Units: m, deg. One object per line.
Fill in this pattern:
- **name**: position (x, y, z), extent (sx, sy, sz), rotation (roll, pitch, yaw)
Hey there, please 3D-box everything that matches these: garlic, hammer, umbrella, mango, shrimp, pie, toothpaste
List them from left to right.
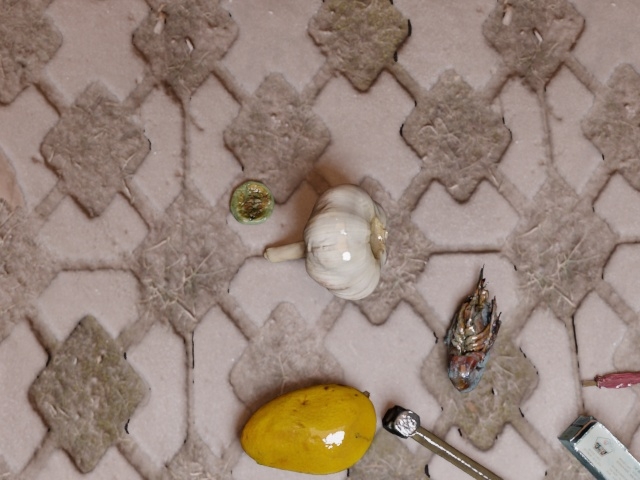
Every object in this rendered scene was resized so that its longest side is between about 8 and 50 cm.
- **pie**: position (-0.123, -0.068, 1.636), extent (0.085, 0.017, 0.085), rotation (1, 75, -3)
- **mango**: position (-0.018, 0.315, 1.488), extent (0.228, 0.109, 0.147), rotation (-13, 78, -5)
- **garlic**: position (0.000, 0.000, 1.562), extent (0.226, 0.199, 0.199), rotation (-4, 73, 26)
- **shrimp**: position (0.262, 0.149, 1.564), extent (0.090, 0.079, 0.232), rotation (-2, 67, 37)
- **hammer**: position (0.267, 0.385, 1.495), extent (0.365, 0.111, 0.043), rotation (32, 78, 0)
- **umbrella**: position (0.533, 0.242, 1.572), extent (0.165, 0.025, 0.027), rotation (-5, 56, -6)
- **toothpaste**: position (0.530, 0.423, 1.491), extent (0.071, 0.089, 0.313), rotation (-44, 81, -5)
